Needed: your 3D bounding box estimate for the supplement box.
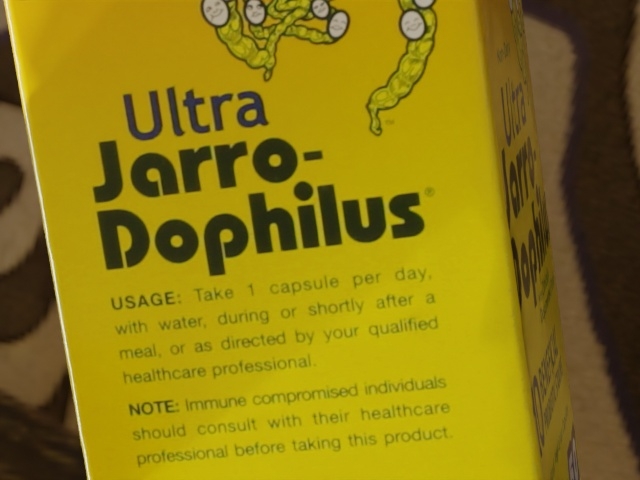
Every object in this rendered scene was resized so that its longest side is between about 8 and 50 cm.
[{"bbox_3d":[0.000,0.000,0.860,0.195,0.194,0.357,-6,101,12],"label":"supplement box"}]
